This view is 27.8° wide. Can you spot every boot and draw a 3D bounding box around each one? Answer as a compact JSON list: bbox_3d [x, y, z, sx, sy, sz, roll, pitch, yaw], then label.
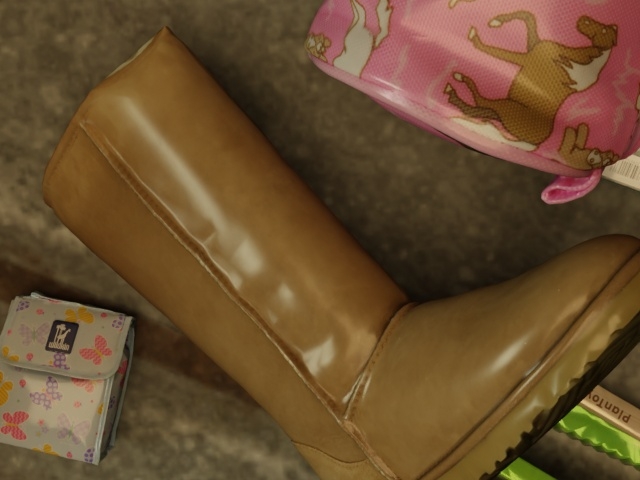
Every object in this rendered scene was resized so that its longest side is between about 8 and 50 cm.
[{"bbox_3d":[0.000,0.000,0.605,0.269,0.089,0.236,48,124,13],"label":"boot"}]

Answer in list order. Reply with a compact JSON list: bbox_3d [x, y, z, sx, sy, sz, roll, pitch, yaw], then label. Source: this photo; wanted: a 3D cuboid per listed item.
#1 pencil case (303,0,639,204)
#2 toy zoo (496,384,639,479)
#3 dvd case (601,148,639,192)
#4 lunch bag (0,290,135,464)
[{"bbox_3d":[0.130,-0.217,0.584,0.160,0.167,0.386,12,106,-40],"label":"pencil case"},{"bbox_3d":[0.079,0.205,0.674,0.192,0.030,0.293,30,80,0],"label":"toy zoo"},{"bbox_3d":[0.204,-0.075,0.672,0.087,0.013,0.119,19,101,2],"label":"dvd case"},{"bbox_3d":[-0.145,0.075,0.717,0.071,0.053,0.083,13,92,2],"label":"lunch bag"}]
